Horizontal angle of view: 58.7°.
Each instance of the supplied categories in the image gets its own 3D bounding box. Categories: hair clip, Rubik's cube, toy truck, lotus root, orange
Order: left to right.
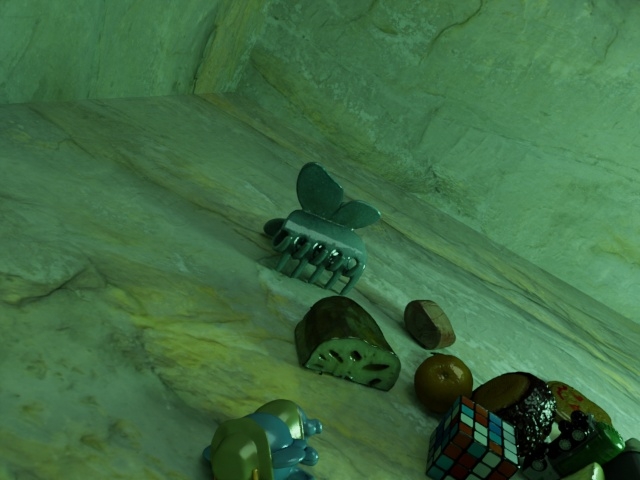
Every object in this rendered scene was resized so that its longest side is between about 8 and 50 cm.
[{"bbox_3d":[0.000,0.000,1.827,0.318,0.392,0.239,23,48,-17],"label":"hair clip"},{"bbox_3d":[0.077,0.245,1.542,0.266,0.149,0.260,22,23,-21],"label":"lotus root"},{"bbox_3d":[0.331,0.387,1.529,0.159,0.159,0.136,40,-18,28],"label":"orange"},{"bbox_3d":[0.352,0.486,1.321,0.155,0.151,0.154,30,23,6],"label":"Rubik's cube"},{"bbox_3d":[0.629,0.532,1.425,0.125,0.242,0.101,45,25,9],"label":"toy truck"}]

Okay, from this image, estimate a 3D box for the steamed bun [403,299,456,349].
[{"bbox_3d":[0.354,0.276,1.853,0.144,0.106,0.175,6,44,-53],"label":"steamed bun"}]

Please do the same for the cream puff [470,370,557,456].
[{"bbox_3d":[0.497,0.455,1.479,0.165,0.239,0.239,58,22,-7],"label":"cream puff"}]

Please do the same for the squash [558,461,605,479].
[{"bbox_3d":[0.613,0.651,1.279,0.093,0.169,0.252,45,18,-18],"label":"squash"}]

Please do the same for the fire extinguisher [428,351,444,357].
[{"bbox_3d":[0.353,0.379,1.696,0.062,0.050,0.177,-9,17,13],"label":"fire extinguisher"}]

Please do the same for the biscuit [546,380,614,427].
[{"bbox_3d":[0.847,0.562,1.869,0.257,0.049,0.273,36,25,18],"label":"biscuit"}]

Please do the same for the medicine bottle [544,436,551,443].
[{"bbox_3d":[0.611,0.555,1.591,0.058,0.058,0.091,27,22,-1],"label":"medicine bottle"}]

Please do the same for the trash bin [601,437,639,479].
[{"bbox_3d":[0.754,0.639,1.379,0.182,0.209,0.290,36,26,-12],"label":"trash bin"}]

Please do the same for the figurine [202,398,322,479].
[{"bbox_3d":[-0.088,0.379,1.049,0.180,0.154,0.262,30,23,37],"label":"figurine"}]
